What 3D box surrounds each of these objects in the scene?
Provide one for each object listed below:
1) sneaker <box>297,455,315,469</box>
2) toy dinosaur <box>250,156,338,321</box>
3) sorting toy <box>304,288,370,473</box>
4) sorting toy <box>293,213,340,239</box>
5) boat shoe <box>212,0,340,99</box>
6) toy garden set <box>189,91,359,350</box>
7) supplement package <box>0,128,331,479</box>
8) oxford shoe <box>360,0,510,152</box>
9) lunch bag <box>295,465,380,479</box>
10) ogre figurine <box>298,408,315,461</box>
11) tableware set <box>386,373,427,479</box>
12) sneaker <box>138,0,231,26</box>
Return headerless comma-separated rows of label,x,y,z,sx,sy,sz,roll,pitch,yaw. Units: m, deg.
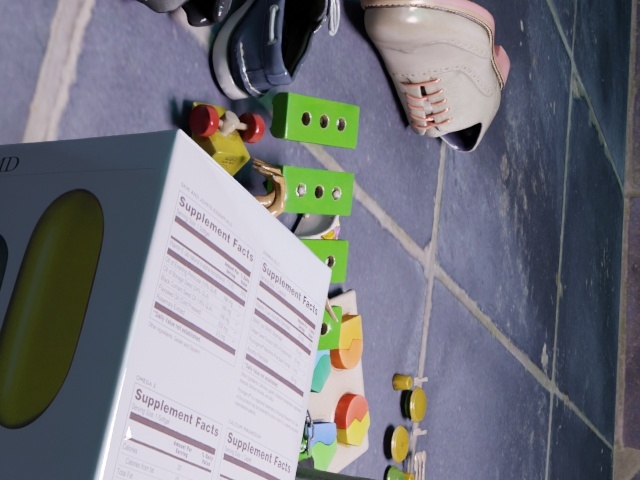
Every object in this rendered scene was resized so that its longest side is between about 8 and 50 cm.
sneaker,-0.030,0.323,0.914,0.130,0.109,0.286,2,91,-74
toy dinosaur,-0.055,-0.008,0.845,0.212,0.064,0.112,16,102,-41
sorting toy,0.008,0.165,1.063,0.208,0.038,0.192,-21,108,-63
sorting toy,0.000,0.000,1.064,0.075,0.045,0.083,90,18,-45
boat shoe,-0.026,-0.235,0.963,0.095,0.079,0.254,67,33,-36
toy garden set,-0.053,-0.016,0.919,0.204,0.049,0.244,1,95,-50
supplement package,-0.139,0.101,0.579,0.198,0.199,0.262,44,50,-54
oxford shoe,0.159,-0.215,1.283,0.397,0.141,0.146,18,80,-60
lunch bag,-0.010,0.302,0.740,0.169,0.287,0.235,-2,91,-64
ogre figurine,-0.088,0.100,0.796,0.097,0.197,0.118,120,-22,-51
tableware set,0.109,0.252,1.289,0.104,0.024,0.154,11,81,-60
sneaker,-0.127,-0.236,0.759,0.234,0.078,0.106,27,62,-63
